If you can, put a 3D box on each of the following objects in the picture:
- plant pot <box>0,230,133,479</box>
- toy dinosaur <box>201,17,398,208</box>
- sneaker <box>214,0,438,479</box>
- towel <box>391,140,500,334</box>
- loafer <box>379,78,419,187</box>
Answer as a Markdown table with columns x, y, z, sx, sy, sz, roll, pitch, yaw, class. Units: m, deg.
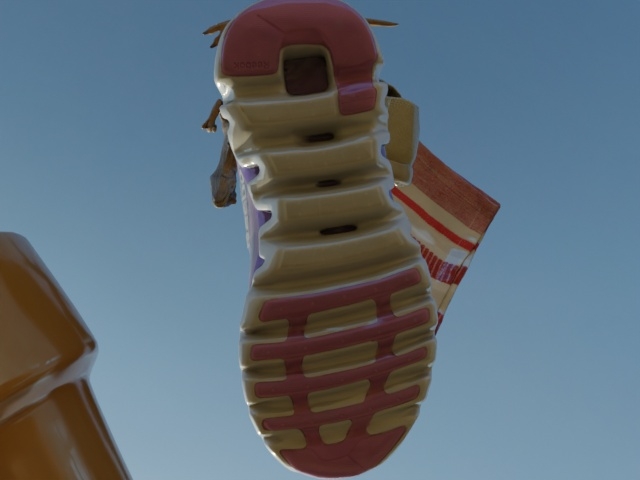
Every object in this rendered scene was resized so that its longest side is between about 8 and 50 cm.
| x | y | z | sx | sy | sz | roll | pitch | yaw | class |
| --- | --- | --- | --- | --- | --- | --- | --- | --- | --- |
| -0.141 | 0.131 | 0.360 | 0.205 | 0.205 | 0.188 | -37 | -91 | 13 | plant pot |
| -0.038 | -0.126 | 0.749 | 0.211 | 0.064 | 0.112 | -53 | -27 | -6 | toy dinosaur |
| 0.000 | 0.000 | 0.506 | 0.095 | 0.104 | 0.236 | -6 | -94 | -5 | sneaker |
| 0.086 | 0.002 | 1.289 | 0.237 | 0.329 | 0.037 | 37 | -31 | -9 | towel |
| 0.038 | -0.138 | 1.064 | 0.102 | 0.268 | 0.092 | 20 | -77 | -33 | loafer |
